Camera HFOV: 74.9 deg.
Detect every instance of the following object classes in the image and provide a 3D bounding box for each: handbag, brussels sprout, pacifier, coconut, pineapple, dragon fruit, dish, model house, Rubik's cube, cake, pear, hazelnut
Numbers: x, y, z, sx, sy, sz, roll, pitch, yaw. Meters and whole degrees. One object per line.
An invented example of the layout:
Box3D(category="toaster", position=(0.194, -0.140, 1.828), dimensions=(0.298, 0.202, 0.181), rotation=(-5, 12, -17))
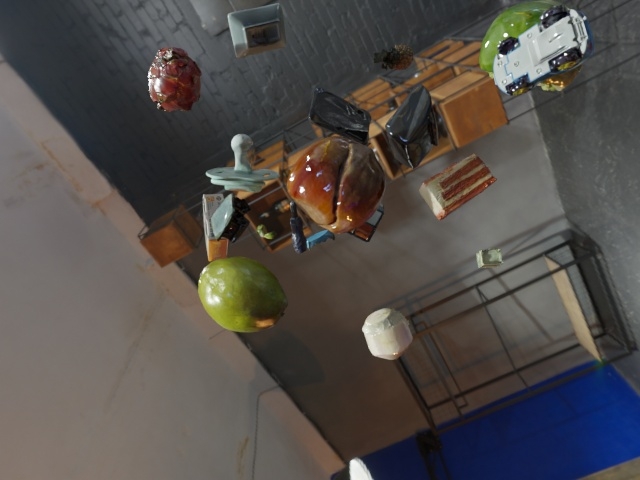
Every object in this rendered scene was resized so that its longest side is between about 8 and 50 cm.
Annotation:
Box3D(category="handbag", position=(0.099, -0.562, 1.926), dimensions=(0.333, 0.075, 0.191), rotation=(19, -114, -24))
Box3D(category="brussels sprout", position=(0.810, -0.731, 1.583), dimensions=(0.372, 0.314, 0.275), rotation=(25, -146, 5))
Box3D(category="pacifier", position=(-0.364, -0.353, 1.930), dimensions=(0.288, 0.344, 0.268), rotation=(-73, -16, -68))
Box3D(category="coconut", position=(0.313, 0.441, 1.933), dimensions=(0.233, 0.224, 0.224), rotation=(58, -170, -11))
Box3D(category="pineapple", position=(0.364, -0.920, 2.108), dimensions=(0.248, 0.128, 0.128), rotation=(-27, -89, -42))
Box3D(category="dragon fruit", position=(-0.628, -0.681, 1.805), dimensions=(0.251, 0.315, 0.250), rotation=(22, -142, -18))
Box3D(category="dish", position=(-0.256, -0.892, 1.794), dimensions=(0.080, 0.244, 0.181), rotation=(53, 158, 43))
Box3D(category="model house", position=(-0.312, -0.074, 1.544), dimensions=(0.106, 0.165, 0.152), rotation=(42, -171, 35))
Box3D(category="handbag", position=(0.424, -0.473, 1.771), dimensions=(0.178, 0.275, 0.302), rotation=(40, -178, 23))
Box3D(category="Rubik's cube", position=(0.199, -0.121, 2.060), dimensions=(0.184, 0.180, 0.167), rotation=(24, -161, -3))
Box3D(category="cake", position=(0.504, -0.206, 1.563), dimensions=(0.158, 0.262, 0.160), rotation=(55, -158, 7))
Box3D(category="brussels sprout", position=(-0.219, -0.030, 1.686), dimensions=(0.084, 0.050, 0.046), rotation=(30, -148, 19))
Box3D(category="pear", position=(-0.225, 0.155, 1.207), dimensions=(0.269, 0.212, 0.212), rotation=(26, -171, 3))
Box3D(category="hazelnut", position=(0.060, -0.209, 1.576), dimensions=(0.372, 0.373, 0.315), rotation=(60, -163, -16))

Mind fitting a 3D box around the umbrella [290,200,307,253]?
Box3D(category="umbrella", position=(-0.109, -0.062, 1.875), dimensions=(0.071, 0.071, 0.248), rotation=(-92, -9, -70))

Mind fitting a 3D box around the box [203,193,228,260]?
Box3D(category="box", position=(-0.464, -0.052, 1.838), dimensions=(0.274, 0.091, 0.220), rotation=(126, 135, -66))

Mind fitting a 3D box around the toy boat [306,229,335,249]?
Box3D(category="toy boat", position=(0.000, 0.000, 2.477), dimensions=(0.075, 0.186, 0.077), rotation=(29, 144, 61))

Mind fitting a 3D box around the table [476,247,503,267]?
Box3D(category="table", position=(0.642, 0.066, 1.584), dimensions=(0.083, 0.079, 0.062), rotation=(46, -141, -74))

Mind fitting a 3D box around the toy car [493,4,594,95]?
Box3D(category="toy car", position=(0.736, -0.615, 1.396), dimensions=(0.314, 0.166, 0.198), rotation=(-23, 75, 56))
